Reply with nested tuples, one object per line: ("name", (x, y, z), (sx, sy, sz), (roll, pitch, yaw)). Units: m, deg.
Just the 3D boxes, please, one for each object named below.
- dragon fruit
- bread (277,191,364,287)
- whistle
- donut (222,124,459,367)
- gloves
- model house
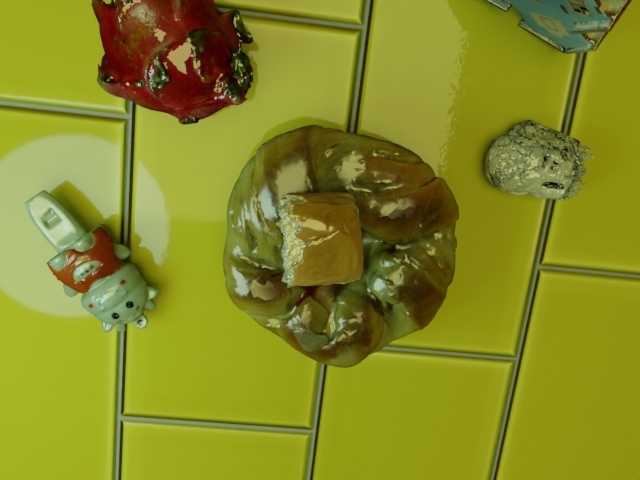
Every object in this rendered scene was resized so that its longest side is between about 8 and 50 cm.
("dragon fruit", (-0.191, -0.286, 0.778), (0.200, 0.198, 0.269), (-4, 91, 9))
("bread", (0.000, 0.001, 0.730), (0.106, 0.082, 0.125), (-2, 105, 1))
("whistle", (-0.342, 0.035, 0.886), (0.101, 0.105, 0.253), (-44, 106, -34))
("donut", (0.025, 0.003, 0.862), (0.360, 0.170, 0.361), (-1, 104, -5))
("gloves", (0.327, -0.121, 0.895), (0.153, 0.070, 0.115), (11, 104, -4))
("model house", (0.336, -0.361, 0.782), (0.206, 0.271, 0.178), (25, 100, -45))
